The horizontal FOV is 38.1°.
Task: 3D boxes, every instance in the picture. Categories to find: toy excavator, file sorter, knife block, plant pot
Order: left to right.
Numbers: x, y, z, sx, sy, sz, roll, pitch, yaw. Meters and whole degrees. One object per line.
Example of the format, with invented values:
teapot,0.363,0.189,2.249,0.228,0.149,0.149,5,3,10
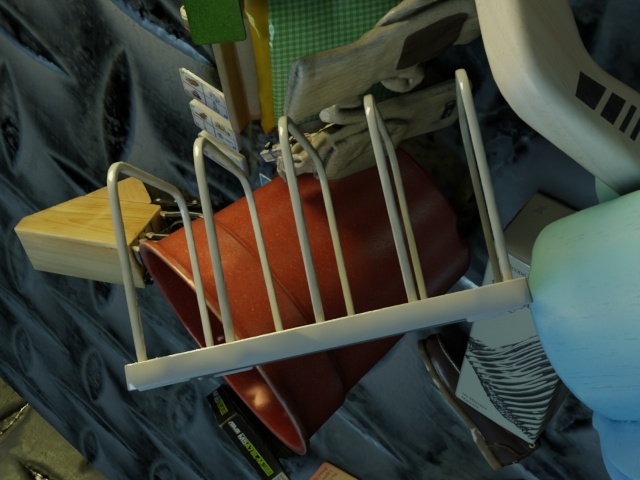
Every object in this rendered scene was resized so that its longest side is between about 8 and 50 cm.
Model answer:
knife block,-0.291,0.015,1.367,0.242,0.276,0.088,-125,16,-50
plant pot,-0.004,0.035,0.986,0.272,0.265,0.272,46,162,19
file sorter,0.000,0.000,0.715,0.193,0.278,0.173,32,-136,-79
toy excavator,0.241,-0.037,0.671,0.445,0.433,0.222,27,155,-24

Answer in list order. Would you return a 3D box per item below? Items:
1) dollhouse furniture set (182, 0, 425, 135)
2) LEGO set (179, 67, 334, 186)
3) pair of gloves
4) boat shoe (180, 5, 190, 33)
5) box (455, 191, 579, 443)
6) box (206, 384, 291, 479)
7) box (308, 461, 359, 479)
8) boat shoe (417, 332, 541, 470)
dollhouse furniture set,0.000,-0.179,0.787,0.198,0.151,0.301,-8,139,1
LEGO set,-0.057,-0.114,1.150,0.244,0.060,0.182,34,158,21
pair of gloves,0.053,-0.134,0.811,0.042,0.204,0.240,58,167,17
boat shoe,-0.112,-0.254,1.038,0.137,0.049,0.043,3,126,53
box,0.226,0.090,0.979,0.113,0.094,0.275,30,145,24
box,-0.125,0.365,1.669,0.190,0.045,0.184,55,174,-13
box,0.062,0.510,1.576,0.232,0.148,0.127,21,139,33
boat shoe,0.199,0.192,1.155,0.073,0.073,0.207,-30,108,19
